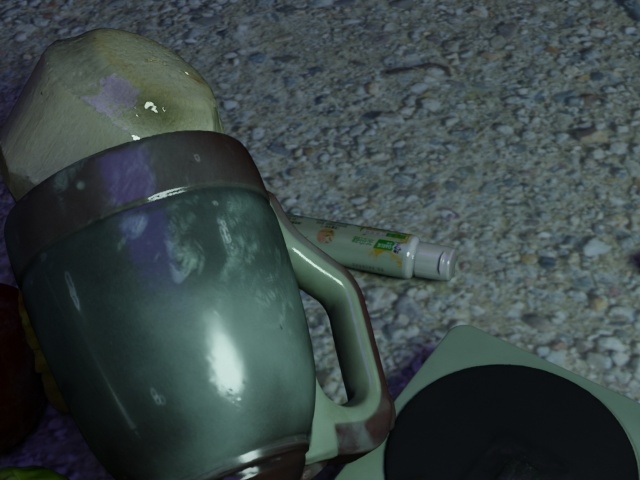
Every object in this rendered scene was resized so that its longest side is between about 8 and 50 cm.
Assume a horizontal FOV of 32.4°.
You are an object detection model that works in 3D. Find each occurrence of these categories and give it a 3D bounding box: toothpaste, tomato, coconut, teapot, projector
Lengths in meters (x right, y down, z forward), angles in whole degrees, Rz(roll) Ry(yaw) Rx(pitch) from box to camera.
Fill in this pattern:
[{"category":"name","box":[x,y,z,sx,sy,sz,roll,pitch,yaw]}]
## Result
[{"category":"toothpaste","box":[0.000,0.000,1.270,0.314,0.058,0.056,10,92,19]},{"category":"tomato","box":[-0.384,0.115,1.131,0.200,0.139,0.233,2,46,-2]},{"category":"coconut","box":[-0.244,-0.096,1.263,0.237,0.266,0.237,31,24,-16]},{"category":"teapot","box":[-0.084,0.091,0.968,0.315,0.233,0.312,-9,70,-36]},{"category":"projector","box":[0.173,0.226,1.017,0.259,0.079,0.257,25,53,26]}]

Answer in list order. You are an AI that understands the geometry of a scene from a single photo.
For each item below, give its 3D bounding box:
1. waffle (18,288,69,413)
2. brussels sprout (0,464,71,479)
[{"category":"waffle","box":[-0.263,0.055,1.127,0.055,0.211,0.160,-3,47,3]},{"category":"brussels sprout","box":[-0.284,0.314,0.884,0.259,0.227,0.294,-16,22,0]}]
